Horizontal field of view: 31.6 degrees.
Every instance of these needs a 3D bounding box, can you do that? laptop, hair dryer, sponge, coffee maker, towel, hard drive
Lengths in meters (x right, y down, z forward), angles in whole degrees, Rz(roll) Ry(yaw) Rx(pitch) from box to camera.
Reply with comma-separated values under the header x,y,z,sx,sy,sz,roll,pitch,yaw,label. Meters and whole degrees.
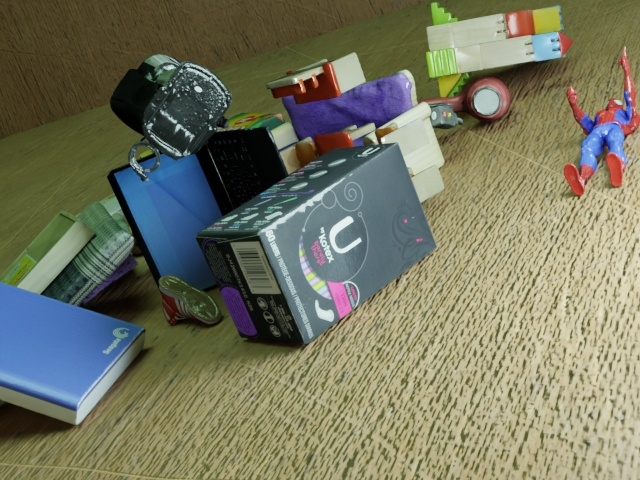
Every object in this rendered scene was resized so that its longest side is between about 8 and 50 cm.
x,y,z,sx,sy,sz,roll,pitch,yaw,label
-0.152,-0.027,1.643,0.136,0.234,0.264,-34,22,-32,laptop
0.234,-0.255,2.034,0.293,0.080,0.224,-11,17,-38,hair dryer
-0.398,0.045,2.019,0.117,0.031,0.210,-38,21,-8,sponge
-0.233,-0.184,1.609,0.171,0.120,0.178,-34,24,-15,coffee maker
-0.432,0.077,1.848,0.312,0.056,0.324,-47,22,-4,towel
-0.428,0.134,1.540,0.319,0.040,0.210,17,28,10,hard drive

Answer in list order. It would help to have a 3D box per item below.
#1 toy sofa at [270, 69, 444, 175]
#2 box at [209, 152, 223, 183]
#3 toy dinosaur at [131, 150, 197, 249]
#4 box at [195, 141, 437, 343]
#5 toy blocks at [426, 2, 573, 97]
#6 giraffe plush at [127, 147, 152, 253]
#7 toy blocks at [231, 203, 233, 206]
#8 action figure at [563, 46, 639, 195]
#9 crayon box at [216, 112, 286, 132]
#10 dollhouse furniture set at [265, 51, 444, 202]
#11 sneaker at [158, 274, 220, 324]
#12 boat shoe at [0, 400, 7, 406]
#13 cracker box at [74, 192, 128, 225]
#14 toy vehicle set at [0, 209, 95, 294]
x,y,z,sx,sy,sz,roll,pitch,yaw,label
0.024,-0.174,1.970,0.150,0.177,0.362,-34,22,-34,toy sofa
-0.195,-0.135,2.041,0.186,0.145,0.038,31,88,39,box
-0.249,-0.049,1.825,0.164,0.218,0.322,-41,-21,-11,toy dinosaur
0.000,0.000,1.496,0.270,0.165,0.143,-35,21,-35,box
0.365,-0.392,2.221,0.261,0.190,0.381,-7,8,15,toy blocks
-0.298,-0.092,2.111,0.181,0.170,0.210,-2,26,48,giraffe plush
-0.155,-0.038,1.963,0.148,0.054,0.123,-6,17,41,toy blocks
0.401,-0.181,1.623,0.091,0.139,0.280,-12,17,25,action figure
-0.243,-0.181,2.462,0.318,0.081,0.202,-30,20,-24,crayon box
0.023,-0.146,1.746,0.135,0.259,0.262,-31,18,-38,dollhouse furniture set
-0.188,0.103,1.639,0.118,0.067,0.042,33,47,32,sneaker
-0.491,0.229,1.576,0.184,0.066,0.063,-19,31,0,boat shoe
-0.421,-0.038,2.272,0.156,0.067,0.232,-5,23,45,cracker box
-0.483,0.065,1.836,0.267,0.035,0.166,-49,21,-9,toy vehicle set
